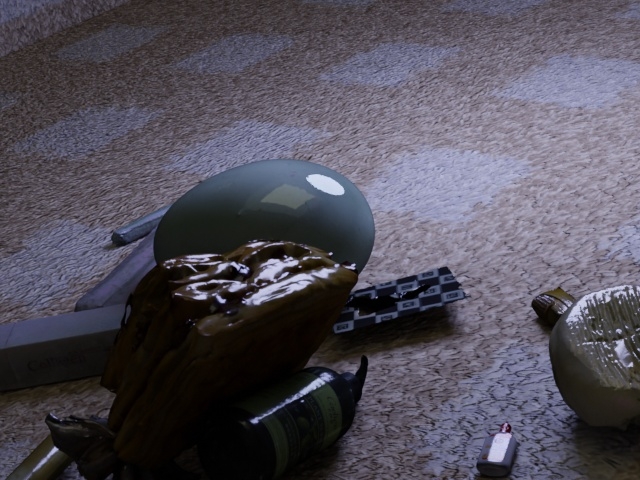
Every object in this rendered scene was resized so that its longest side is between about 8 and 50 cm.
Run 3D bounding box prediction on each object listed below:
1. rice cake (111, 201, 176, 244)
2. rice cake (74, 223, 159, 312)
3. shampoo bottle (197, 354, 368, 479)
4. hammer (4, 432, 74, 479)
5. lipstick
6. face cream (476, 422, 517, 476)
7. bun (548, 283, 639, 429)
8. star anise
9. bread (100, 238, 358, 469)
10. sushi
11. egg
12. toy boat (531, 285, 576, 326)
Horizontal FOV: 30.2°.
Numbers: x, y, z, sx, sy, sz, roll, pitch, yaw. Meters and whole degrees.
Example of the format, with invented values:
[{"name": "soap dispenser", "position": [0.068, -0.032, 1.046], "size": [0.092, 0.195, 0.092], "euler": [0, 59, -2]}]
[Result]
[{"name": "rice cake", "position": [-0.286, -0.042, 2.156], "size": [0.207, 0.033, 0.033], "euler": [-26, 31, -26]}, {"name": "rice cake", "position": [-0.287, 0.055, 1.946], "size": [0.106, 0.050, 0.298], "euler": [2, 29, 25]}, {"name": "shampoo bottle", "position": [-0.027, 0.214, 1.441], "size": [0.101, 0.101, 0.283], "euler": [7, 15, 33]}, {"name": "hammer", "position": [-0.373, 0.310, 1.427], "size": [0.201, 0.113, 0.305], "euler": [2, 24, 20]}, {"name": "lipstick", "position": [-0.387, 0.159, 1.751], "size": [0.371, 0.076, 0.080], "euler": [-10, 27, 3]}, {"name": "face cream", "position": [0.211, 0.245, 1.397], "size": [0.040, 0.021, 0.083], "euler": [1, 28, 22]}, {"name": "bun", "position": [0.366, 0.152, 1.407], "size": [0.178, 0.128, 0.193], "euler": [-11, 38, 1]}, {"name": "star anise", "position": [-0.242, 0.268, 1.428], "size": [0.182, 0.065, 0.195], "euler": [28, 2, 21]}, {"name": "bread", "position": [-0.123, 0.111, 1.439], "size": [0.167, 0.277, 0.324], "euler": [45, 35, 16]}, {"name": "sushi", "position": [0.112, 0.097, 1.719], "size": [0.200, 0.031, 0.139], "euler": [-15, 19, -1]}, {"name": "egg", "position": [-0.092, -0.004, 1.780], "size": [0.370, 0.230, 0.230], "euler": [-6, 25, 31]}, {"name": "toy boat", "position": [0.332, 0.107, 1.596], "size": [0.049, 0.047, 0.149], "euler": [-29, 25, -3]}]
